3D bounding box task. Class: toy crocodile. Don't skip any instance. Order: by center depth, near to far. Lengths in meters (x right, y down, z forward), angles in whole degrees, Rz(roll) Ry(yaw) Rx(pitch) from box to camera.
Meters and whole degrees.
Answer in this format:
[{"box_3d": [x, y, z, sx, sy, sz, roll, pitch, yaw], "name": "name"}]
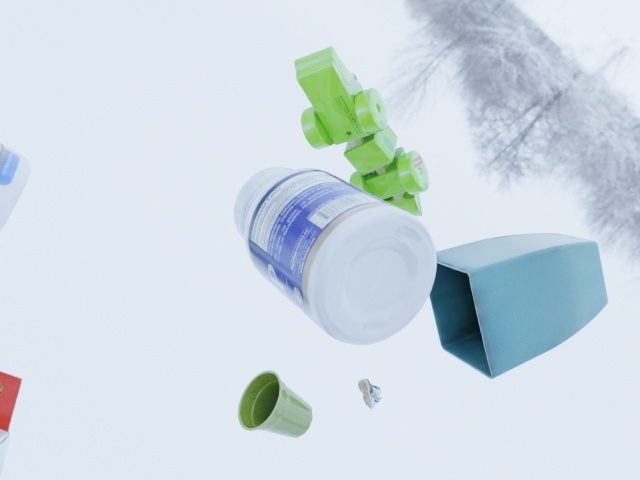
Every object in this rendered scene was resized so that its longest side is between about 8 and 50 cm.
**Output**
[{"box_3d": [0.072, -0.151, 1.062, 0.340, 0.115, 0.105, 50, -143, -33], "name": "toy crocodile"}]

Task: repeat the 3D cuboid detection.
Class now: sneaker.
[{"box_3d": [0.097, 0.286, 1.333, 0.032, 0.037, 0.083, 40, 156, 42], "name": "sneaker"}]

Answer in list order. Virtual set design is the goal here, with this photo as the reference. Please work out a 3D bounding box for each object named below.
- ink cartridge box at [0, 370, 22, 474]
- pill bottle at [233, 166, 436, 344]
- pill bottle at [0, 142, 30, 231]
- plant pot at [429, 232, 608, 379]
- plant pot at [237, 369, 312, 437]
[{"box_3d": [-0.712, 0.328, 1.283, 0.275, 0.239, 0.060, 19, -166, 1], "name": "ink cartridge box"}, {"box_3d": [0.000, 0.000, 0.589, 0.112, 0.112, 0.187, 27, -176, -35], "name": "pill bottle"}, {"box_3d": [-0.239, -0.046, 0.374, 0.137, 0.078, 0.078, 34, -157, -31], "name": "pill bottle"}, {"box_3d": [0.309, 0.077, 1.073, 0.166, 0.234, 0.165, -154, 47, -73], "name": "plant pot"}, {"box_3d": [-0.054, 0.228, 0.932, 0.079, 0.083, 0.083, 36, -158, -34], "name": "plant pot"}]
